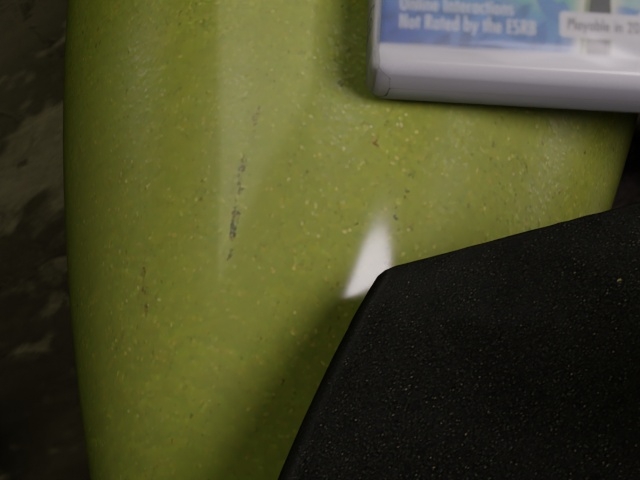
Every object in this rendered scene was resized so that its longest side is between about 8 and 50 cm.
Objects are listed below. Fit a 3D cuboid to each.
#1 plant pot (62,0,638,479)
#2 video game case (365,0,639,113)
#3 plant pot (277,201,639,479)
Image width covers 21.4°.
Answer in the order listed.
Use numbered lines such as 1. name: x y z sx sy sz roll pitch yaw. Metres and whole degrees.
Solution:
1. plant pot: 0.000 0.000 0.723 0.275 0.275 0.293 -9 58 34
2. video game case: 0.186 -0.188 0.649 0.329 0.036 0.299 3 73 -1
3. plant pot: 0.094 0.095 0.539 0.188 0.187 0.167 -16 50 27
